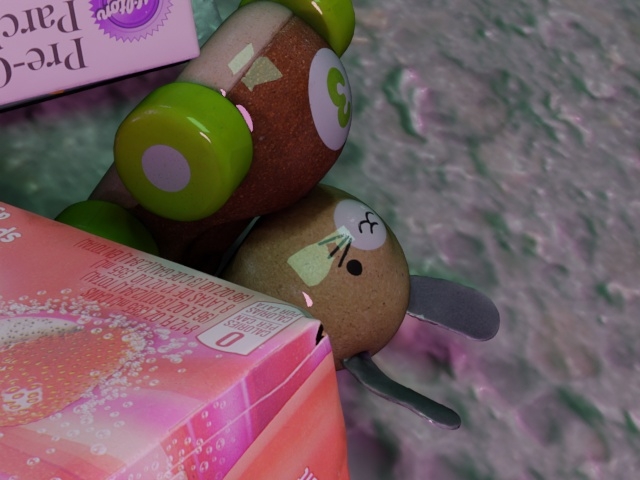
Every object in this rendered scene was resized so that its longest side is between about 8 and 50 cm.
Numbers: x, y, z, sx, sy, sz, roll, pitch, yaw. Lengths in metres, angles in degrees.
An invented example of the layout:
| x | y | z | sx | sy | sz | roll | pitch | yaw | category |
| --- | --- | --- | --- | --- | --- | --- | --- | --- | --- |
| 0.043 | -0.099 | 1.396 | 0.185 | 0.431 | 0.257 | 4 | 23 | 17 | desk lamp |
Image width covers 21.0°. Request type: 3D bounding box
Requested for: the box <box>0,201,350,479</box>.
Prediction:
| x | y | z | sx | sy | sz | roll | pitch | yaw | category |
| --- | --- | --- | --- | --- | --- | --- | --- | --- | --- |
| -0.143 | 0.076 | 0.524 | 0.300 | 0.154 | 0.142 | 18 | 38 | 37 | box |

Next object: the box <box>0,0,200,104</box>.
| x | y | z | sx | sy | sz | roll | pitch | yaw | category |
| --- | --- | --- | --- | --- | --- | --- | --- | --- | --- |
| -0.203 | -0.060 | 0.561 | 0.324 | 0.067 | 0.063 | -15 | 29 | -17 | box |

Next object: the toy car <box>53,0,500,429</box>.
| x | y | z | sx | sy | sz | roll | pitch | yaw | category |
| --- | --- | --- | --- | --- | --- | --- | --- | --- | --- |
| 0.000 | 0.000 | 0.754 | 0.188 | 0.149 | 0.155 | 39 | 37 | -4 | toy car |

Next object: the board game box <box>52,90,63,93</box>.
| x | y | z | sx | sy | sz | roll | pitch | yaw | category |
| --- | --- | --- | --- | --- | --- | --- | --- | --- | --- |
| -0.329 | -0.171 | 0.726 | 0.390 | 0.050 | 0.390 | -2 | 34 | -23 | board game box |

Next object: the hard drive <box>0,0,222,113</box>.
| x | y | z | sx | sy | sz | roll | pitch | yaw | category |
| --- | --- | --- | --- | --- | --- | --- | --- | --- | --- |
| -0.121 | -0.119 | 0.829 | 0.135 | 0.022 | 0.094 | -18 | 89 | -21 | hard drive |
